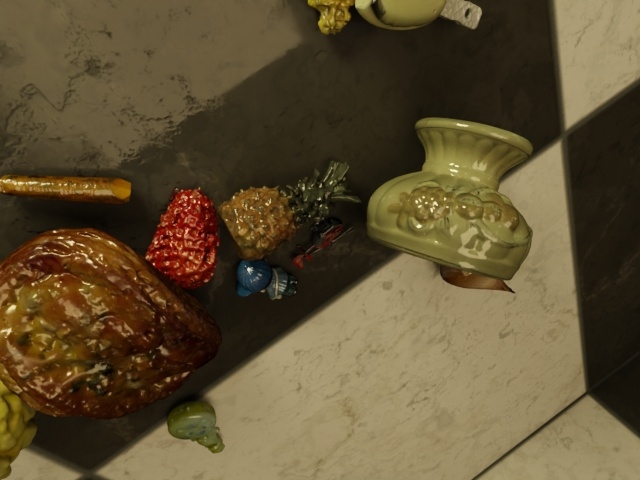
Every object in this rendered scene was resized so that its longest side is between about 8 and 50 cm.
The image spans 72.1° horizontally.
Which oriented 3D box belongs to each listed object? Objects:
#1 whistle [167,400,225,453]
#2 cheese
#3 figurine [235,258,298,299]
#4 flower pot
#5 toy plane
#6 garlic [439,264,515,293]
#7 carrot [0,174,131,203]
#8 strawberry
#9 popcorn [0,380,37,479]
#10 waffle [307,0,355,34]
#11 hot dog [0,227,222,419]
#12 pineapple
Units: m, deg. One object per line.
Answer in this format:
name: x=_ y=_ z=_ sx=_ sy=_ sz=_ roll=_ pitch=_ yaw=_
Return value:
whistle: x=-0.272 y=0.426 z=1.001 sx=0.104 sy=0.057 sz=0.198 roll=-21 pitch=134 yaw=-1
cheese: x=0.169 y=-0.377 z=0.682 sx=0.251 sy=0.054 sz=0.127 roll=-1 pitch=118 yaw=-37
figurine: x=-0.101 y=0.078 z=0.859 sx=0.136 sy=0.079 sz=0.077 roll=17 pitch=69 yaw=-29
flower pot: x=0.245 y=-0.082 z=0.813 sx=0.307 sy=0.307 sz=0.244 roll=11 pitch=97 yaw=-31
toy plane: x=0.000 y=0.000 z=0.887 sx=0.145 sy=0.037 sz=0.060 roll=-40 pitch=138 yaw=-5
garlic: x=0.366 y=0.058 z=1.064 sx=0.206 sy=0.128 sz=0.115 roll=23 pitch=63 yaw=-38
carrot: x=-0.374 y=-0.078 z=0.651 sx=0.170 sy=0.042 sz=0.042 roll=1 pitch=118 yaw=-24
strawberry: x=-0.231 y=0.008 z=0.748 sx=0.121 sy=0.082 sz=0.188 roll=2 pitch=120 yaw=-24
popcorn: x=-0.556 y=0.263 z=0.636 sx=0.249 sy=0.225 sz=0.250 roll=0 pitch=92 yaw=6
waffle: x=0.070 y=-0.400 z=0.672 sx=0.194 sy=0.051 sz=0.149 roll=-34 pitch=126 yaw=-5
hot dog: x=-0.326 y=0.154 z=0.706 sx=0.266 sy=0.174 sz=0.388 roll=-34 pitch=134 yaw=-2
pineapple: x=-0.050 y=-0.061 z=0.778 sx=0.248 sy=0.128 sz=0.128 roll=-26 pitch=127 yaw=-17
